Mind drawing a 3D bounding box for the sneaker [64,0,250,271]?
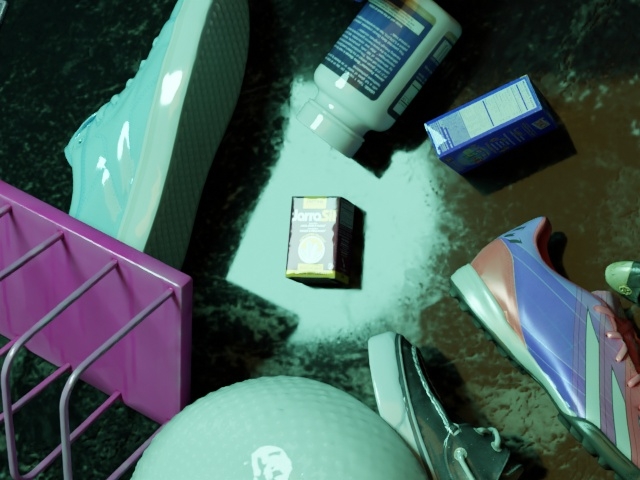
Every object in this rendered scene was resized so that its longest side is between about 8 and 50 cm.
[{"bbox_3d":[-0.188,-0.114,1.505,0.150,0.135,0.365,17,85,18],"label":"sneaker"}]

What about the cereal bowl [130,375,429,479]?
[{"bbox_3d":[-0.056,0.295,1.321,0.339,0.141,0.338,3,95,34],"label":"cereal bowl"}]

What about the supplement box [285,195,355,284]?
[{"bbox_3d":[0.000,0.000,1.462,0.055,0.043,0.083,0,79,22],"label":"supplement box"}]

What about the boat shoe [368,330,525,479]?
[{"bbox_3d":[0.134,0.213,1.341,0.102,0.108,0.301,-24,72,10],"label":"boat shoe"}]

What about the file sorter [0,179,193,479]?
[{"bbox_3d":[-0.294,0.098,1.430,0.291,0.182,0.202,26,134,22],"label":"file sorter"}]

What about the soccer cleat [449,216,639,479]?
[{"bbox_3d":[0.251,0.116,1.319,0.116,0.108,0.318,-42,67,4],"label":"soccer cleat"}]

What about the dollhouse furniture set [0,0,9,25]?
[{"bbox_3d":[-0.428,-0.250,1.646,0.114,0.081,0.091,19,87,22],"label":"dollhouse furniture set"}]

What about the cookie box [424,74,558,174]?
[{"bbox_3d":[0.163,-0.108,1.398,0.107,0.092,0.040,-25,76,13],"label":"cookie box"}]

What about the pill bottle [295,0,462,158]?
[{"bbox_3d":[0.053,-0.167,1.447,0.094,0.094,0.169,39,94,22],"label":"pill bottle"}]

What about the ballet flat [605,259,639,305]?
[{"bbox_3d":[0.331,0.065,1.318,0.173,0.057,0.049,27,70,21],"label":"ballet flat"}]
